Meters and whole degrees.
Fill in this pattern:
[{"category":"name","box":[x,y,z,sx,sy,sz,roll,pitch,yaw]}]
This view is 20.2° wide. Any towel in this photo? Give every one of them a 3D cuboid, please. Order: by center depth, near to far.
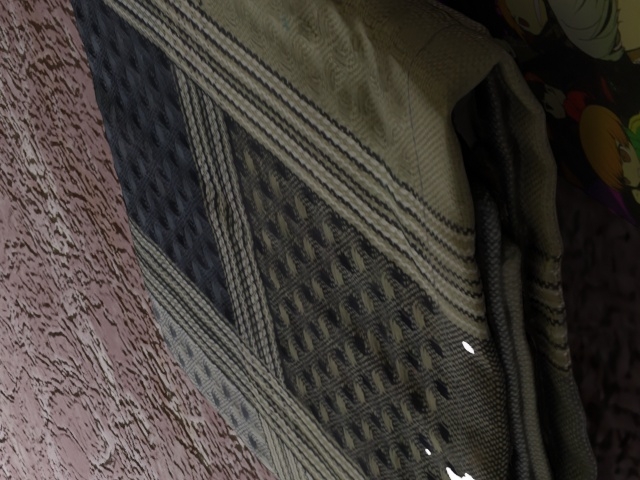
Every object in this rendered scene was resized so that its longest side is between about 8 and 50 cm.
[{"category":"towel","box":[0.000,0.000,0.639,0.324,0.056,0.312,45,153,47]}]

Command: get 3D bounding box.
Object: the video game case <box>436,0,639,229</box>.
[{"category":"video game case","box":[0.093,-0.102,0.414,0.210,0.042,0.232,40,144,47]}]
